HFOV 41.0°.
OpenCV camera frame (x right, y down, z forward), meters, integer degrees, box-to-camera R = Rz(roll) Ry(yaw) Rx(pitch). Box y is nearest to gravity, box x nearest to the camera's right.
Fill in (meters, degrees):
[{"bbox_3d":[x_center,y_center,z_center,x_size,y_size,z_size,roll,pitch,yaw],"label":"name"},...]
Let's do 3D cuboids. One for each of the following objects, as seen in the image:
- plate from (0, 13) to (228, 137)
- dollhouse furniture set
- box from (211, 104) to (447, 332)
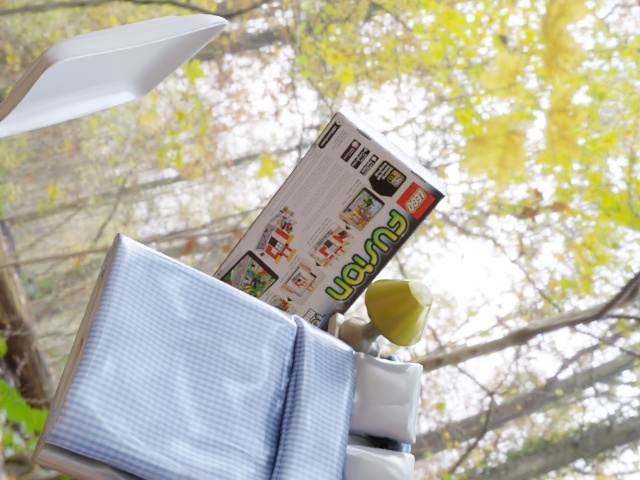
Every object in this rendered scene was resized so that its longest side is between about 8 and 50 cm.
[{"bbox_3d":[-0.301,-0.230,1.162,0.277,0.278,0.045,-23,-88,50],"label":"plate"},{"bbox_3d":[-0.049,0.072,0.355,0.198,0.286,0.303,-41,-153,41],"label":"dollhouse furniture set"},{"bbox_3d":[0.000,0.000,0.738,0.114,0.207,0.036,38,21,-4],"label":"box"}]
